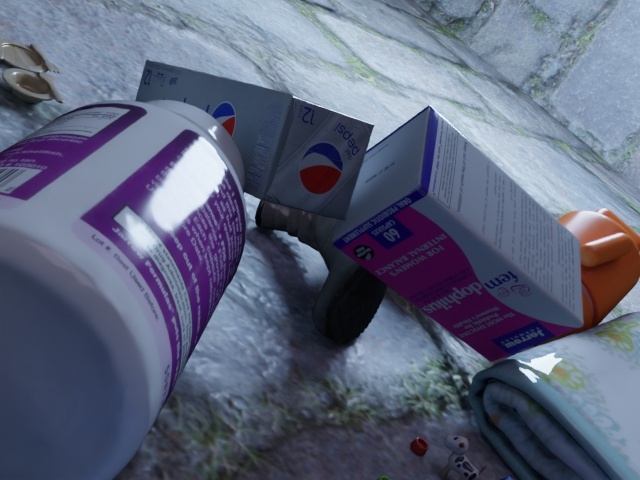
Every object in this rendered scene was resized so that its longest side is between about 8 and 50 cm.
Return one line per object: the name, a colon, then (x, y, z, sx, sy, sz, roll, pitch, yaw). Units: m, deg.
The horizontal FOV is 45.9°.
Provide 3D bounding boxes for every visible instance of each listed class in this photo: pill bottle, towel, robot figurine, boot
pill bottle: (-0.142, 0.006, 0.488, 0.169, 0.169, 0.301, 31, 25, -5)
towel: (0.360, 0.234, 0.725, 0.320, 0.090, 0.374, -6, 45, -42)
robot figurine: (0.301, 0.045, 0.921, 0.219, 0.158, 0.128, -35, 111, -29)
boot: (0.000, 0.000, 0.789, 0.161, 0.084, 0.246, 16, 40, 16)

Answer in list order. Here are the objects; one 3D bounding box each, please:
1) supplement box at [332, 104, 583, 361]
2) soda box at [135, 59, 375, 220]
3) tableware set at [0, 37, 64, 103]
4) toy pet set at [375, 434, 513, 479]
supplement box: (0.133, 0.001, 0.706, 0.220, 0.111, 0.114, 35, 44, -23)
soda box: (-0.081, -0.105, 0.733, 0.098, 0.091, 0.286, 11, 9, -40)
tableware set: (-0.342, -0.188, 0.771, 0.168, 0.020, 0.141, 11, 33, -40)
toy pet set: (0.110, 0.193, 0.577, 0.114, 0.065, 0.122, 41, 26, 14)
